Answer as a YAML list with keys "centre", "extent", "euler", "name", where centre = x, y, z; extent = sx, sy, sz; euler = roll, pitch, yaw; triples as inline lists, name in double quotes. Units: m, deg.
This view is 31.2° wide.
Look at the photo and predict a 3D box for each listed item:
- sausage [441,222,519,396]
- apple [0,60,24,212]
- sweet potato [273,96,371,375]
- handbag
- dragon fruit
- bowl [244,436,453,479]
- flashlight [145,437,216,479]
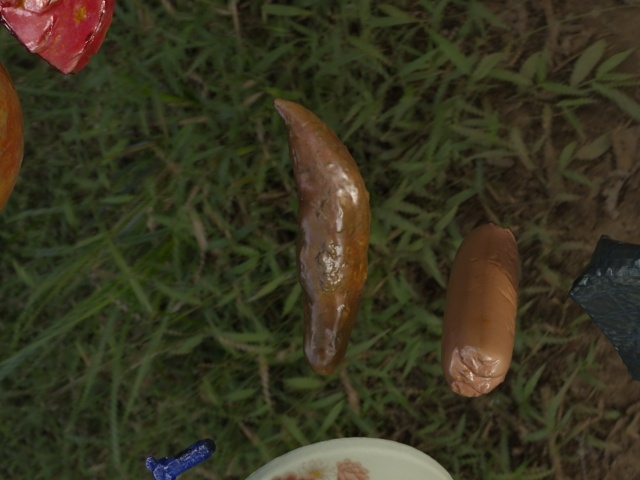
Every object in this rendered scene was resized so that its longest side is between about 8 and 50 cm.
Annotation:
- centre: [0.189, 0.075, 1.347]
  extent: [0.086, 0.289, 0.086]
  euler: [5, 123, 8]
  name: "sausage"
- centre: [-0.467, -0.111, 1.264]
  extent: [0.301, 0.301, 0.302]
  euler: [7, 107, 24]
  name: "apple"
- centre: [0.014, -0.005, 1.415]
  extent: [0.106, 0.095, 0.355]
  euler: [-5, 101, 9]
  name: "sweet potato"
- centre: [0.396, 0.090, 1.279]
  extent: [0.175, 0.089, 0.270]
  euler: [12, 151, 52]
  name: "handbag"
- centre: [-0.368, -0.357, 1.494]
  extent: [0.262, 0.189, 0.163]
  euler: [55, 163, -5]
  name: "dragon fruit"
- centre: [0.031, 0.343, 1.136]
  extent: [0.277, 0.145, 0.277]
  euler: [-5, 119, -9]
  name: "bowl"
- centre: [-0.184, 0.295, 1.533]
  extent: [0.121, 0.035, 0.057]
  euler: [-34, 77, 31]
  name: "flashlight"
